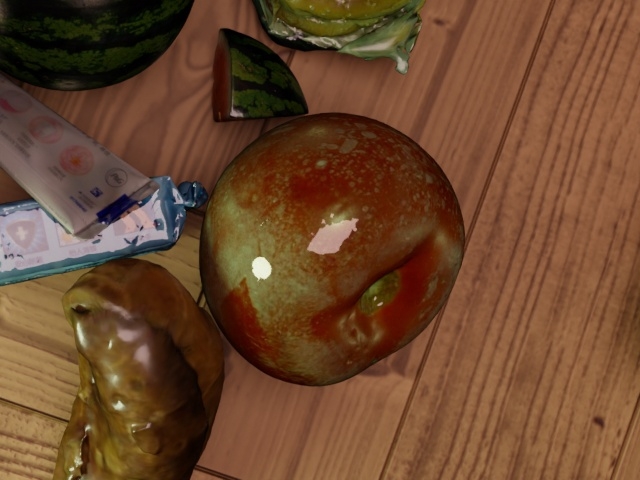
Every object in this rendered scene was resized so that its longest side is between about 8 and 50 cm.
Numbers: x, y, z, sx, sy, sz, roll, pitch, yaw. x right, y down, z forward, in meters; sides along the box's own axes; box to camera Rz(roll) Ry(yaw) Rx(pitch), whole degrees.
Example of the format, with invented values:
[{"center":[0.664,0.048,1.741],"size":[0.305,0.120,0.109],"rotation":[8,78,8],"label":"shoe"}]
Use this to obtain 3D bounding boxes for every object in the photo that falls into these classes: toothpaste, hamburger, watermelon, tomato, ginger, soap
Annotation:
[{"center":[-0.299,-0.114,1.407],"size":[0.323,0.066,0.100],"rotation":[37,54,21],"label":"toothpaste"},{"center":[0.032,-0.280,1.518],"size":[0.214,0.125,0.235],"rotation":[-15,79,-2],"label":"hamburger"},{"center":[-0.082,-0.149,1.519],"size":[0.094,0.135,0.125],"rotation":[-35,102,27],"label":"watermelon"},{"center":[0.000,0.000,1.459],"size":[0.270,0.270,0.222],"rotation":[-38,53,-9],"label":"tomato"},{"center":[-0.237,-0.274,1.404],"size":[0.269,0.269,0.268],"rotation":[0,90,-12],"label":"watermelon"},{"center":[-0.171,0.160,1.438],"size":[0.172,0.165,0.321],"rotation":[-8,123,-26],"label":"ginger"},{"center":[-0.256,-0.006,1.445],"size":[0.293,0.156,0.077],"rotation":[-12,90,-12],"label":"soap"}]
